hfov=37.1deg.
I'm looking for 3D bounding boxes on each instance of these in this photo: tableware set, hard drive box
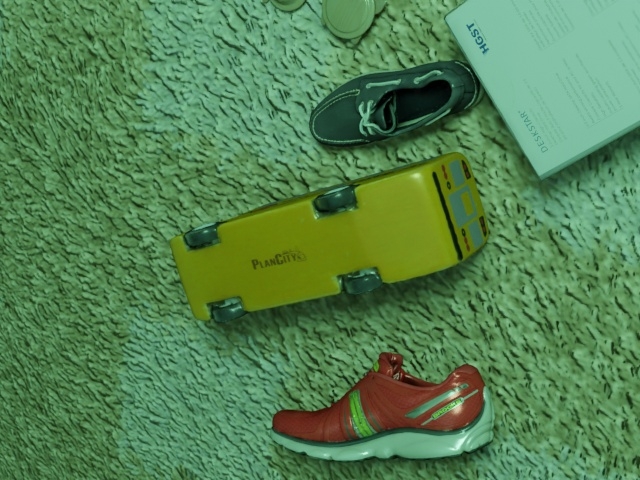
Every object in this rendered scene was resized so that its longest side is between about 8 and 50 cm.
[{"bbox_3d":[0.005,-0.296,1.005,0.169,0.020,0.141,29,116,21],"label":"tableware set"},{"bbox_3d":[0.253,-0.188,0.835,0.232,0.089,0.181,-31,89,40],"label":"hard drive box"}]

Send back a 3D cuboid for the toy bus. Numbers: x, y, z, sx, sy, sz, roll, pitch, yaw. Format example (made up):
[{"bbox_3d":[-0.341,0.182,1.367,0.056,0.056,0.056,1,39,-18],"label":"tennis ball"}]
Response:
[{"bbox_3d":[0.000,0.000,1.034,0.333,0.130,0.108,-14,99,33],"label":"toy bus"}]

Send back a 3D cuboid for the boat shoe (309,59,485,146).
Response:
[{"bbox_3d":[0.065,-0.141,0.991,0.206,0.065,0.075,-11,99,33],"label":"boat shoe"}]

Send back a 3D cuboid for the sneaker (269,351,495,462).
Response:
[{"bbox_3d":[0.067,0.188,1.093,0.279,0.107,0.118,-9,82,29],"label":"sneaker"}]
